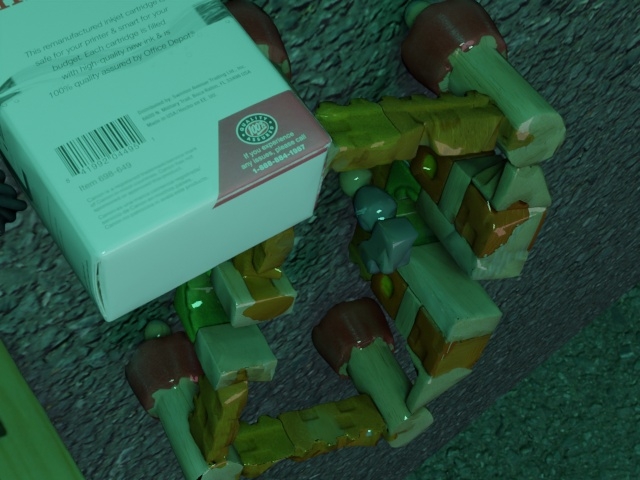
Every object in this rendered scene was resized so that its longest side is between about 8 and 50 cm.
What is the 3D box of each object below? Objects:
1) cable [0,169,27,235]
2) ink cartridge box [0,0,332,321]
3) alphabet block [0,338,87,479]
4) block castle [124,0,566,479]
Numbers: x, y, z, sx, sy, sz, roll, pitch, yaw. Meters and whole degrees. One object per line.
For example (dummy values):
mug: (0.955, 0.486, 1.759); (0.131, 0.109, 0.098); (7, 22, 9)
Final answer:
cable: (-0.272, -0.036, 0.628); (0.184, 0.047, 0.150); (25, 157, -26)
ink cartridge box: (-0.120, -0.083, 0.660); (0.158, 0.218, 0.092); (-28, 158, -21)
alphabet block: (-0.337, 0.203, 0.858); (0.193, 0.197, 0.192); (-8, 140, -47)
block castle: (0.000, 0.000, 0.971); (0.303, 0.213, 0.453); (-9, 136, -27)
